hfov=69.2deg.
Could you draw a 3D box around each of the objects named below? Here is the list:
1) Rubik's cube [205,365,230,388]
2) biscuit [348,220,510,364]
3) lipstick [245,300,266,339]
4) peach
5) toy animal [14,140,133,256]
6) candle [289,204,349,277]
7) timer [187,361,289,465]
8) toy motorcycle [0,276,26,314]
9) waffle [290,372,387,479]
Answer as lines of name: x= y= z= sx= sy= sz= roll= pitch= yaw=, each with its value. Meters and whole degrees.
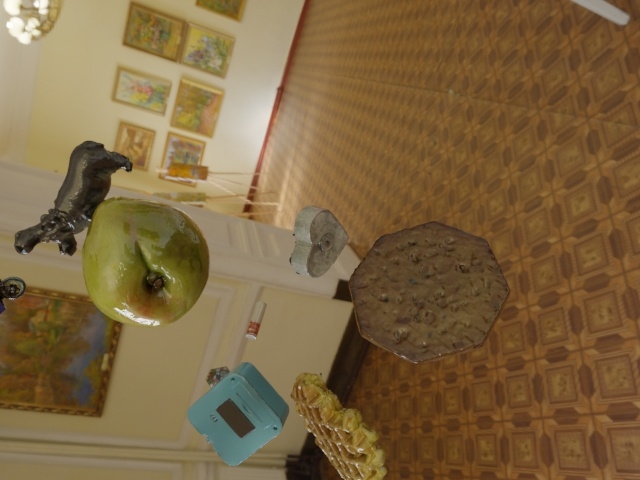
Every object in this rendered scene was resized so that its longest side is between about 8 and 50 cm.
Rubik's cube: x=-0.383 y=0.535 z=1.785 sx=0.093 sy=0.111 sz=0.111 roll=-82 pitch=9 yaw=-77
biscuit: x=0.236 y=0.107 z=1.047 sx=0.046 sy=0.359 sz=0.359 roll=66 pitch=-160 yaw=-53
lipstick: x=-0.217 y=0.269 z=1.568 sx=0.038 sy=0.038 sz=0.131 roll=-54 pitch=16 yaw=49
peach: x=-0.412 y=0.046 z=1.125 sx=0.315 sy=0.281 sz=0.314 roll=-148 pitch=53 yaw=-69
toy animal: x=-0.617 y=-0.088 z=1.191 sx=0.106 sy=0.168 sz=0.343 roll=26 pitch=83 yaw=54
candle: x=0.000 y=0.000 z=1.236 sx=0.068 sy=0.168 sz=0.192 roll=21 pitch=113 yaw=39
timer: x=-0.252 y=0.530 z=1.419 sx=0.250 sy=0.232 sz=0.091 roll=-41 pitch=0 yaw=12
toy motorcycle: x=-1.205 y=0.231 z=1.624 sx=0.315 sy=0.169 sz=0.113 roll=-53 pitch=27 yaw=-21
waffle: x=0.024 y=0.349 z=0.875 sx=0.253 sy=0.056 sz=0.249 roll=47 pitch=150 yaw=30
